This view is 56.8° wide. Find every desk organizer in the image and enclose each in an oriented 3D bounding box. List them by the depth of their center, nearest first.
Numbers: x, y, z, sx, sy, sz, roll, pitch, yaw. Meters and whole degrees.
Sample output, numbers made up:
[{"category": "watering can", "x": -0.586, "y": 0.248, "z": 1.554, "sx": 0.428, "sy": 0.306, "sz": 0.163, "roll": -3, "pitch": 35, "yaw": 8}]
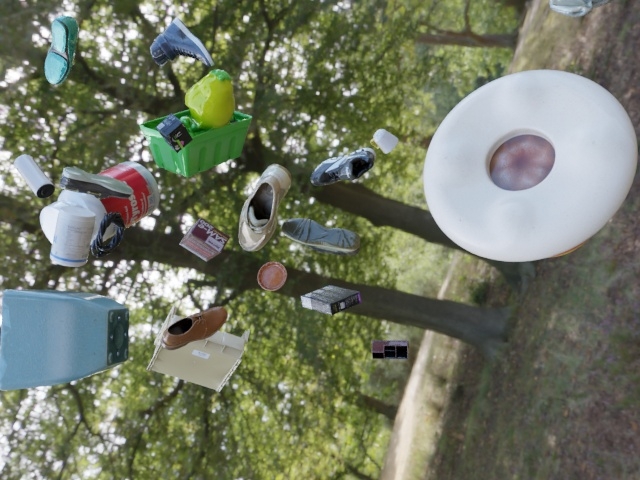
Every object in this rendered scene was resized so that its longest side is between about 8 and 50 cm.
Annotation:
[{"category": "desk organizer", "x": 0.247, "y": 0.388, "z": 2.099, "sx": 0.047, "sy": 0.130, "sz": 0.050, "roll": 80, "pitch": -168, "yaw": -45}]

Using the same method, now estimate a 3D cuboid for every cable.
[{"category": "cable", "x": -0.705, "y": -0.027, "z": 1.973, "sx": 0.184, "sy": 0.047, "sz": 0.150, "roll": -54, "pitch": -23, "yaw": -75}]

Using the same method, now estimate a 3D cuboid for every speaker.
[{"category": "speaker", "x": -0.800, "y": -0.178, "z": 1.653, "sx": 0.055, "sy": 0.136, "sz": 0.055, "roll": -37, "pitch": -24, "yaw": -19}]

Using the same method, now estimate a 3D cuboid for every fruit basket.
[{"category": "fruit basket", "x": -0.433, "y": -0.450, "z": 2.145, "sx": 0.392, "sy": 0.283, "sz": 0.392, "roll": -38, "pitch": -42, "yaw": -43}]

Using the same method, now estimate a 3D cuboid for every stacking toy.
[{"category": "stacking toy", "x": 0.441, "y": -0.070, "z": 1.161, "sx": 0.480, "sy": 0.351, "sz": 0.350, "roll": 32, "pitch": -109, "yaw": -53}]

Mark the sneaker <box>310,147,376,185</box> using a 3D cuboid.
[{"category": "sneaker", "x": 0.075, "y": -0.234, "z": 1.952, "sx": 0.106, "sy": 0.234, "sz": 0.078, "roll": -93, "pitch": -19, "yaw": -63}]

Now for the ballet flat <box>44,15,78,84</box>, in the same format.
[{"category": "ballet flat", "x": -0.808, "y": -0.602, "z": 1.870, "sx": 0.247, "sy": 0.083, "sz": 0.087, "roll": -55, "pitch": 3, "yaw": 43}]

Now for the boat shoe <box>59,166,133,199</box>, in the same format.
[{"category": "boat shoe", "x": -0.738, "y": -0.176, "z": 1.951, "sx": 0.068, "sy": 0.228, "sz": 0.081, "roll": -62, "pitch": 33, "yaw": 19}]

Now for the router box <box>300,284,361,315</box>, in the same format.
[{"category": "router box", "x": 0.036, "y": 0.206, "z": 2.069, "sx": 0.133, "sy": 0.179, "sz": 0.046, "roll": -18, "pitch": -75, "yaw": -32}]

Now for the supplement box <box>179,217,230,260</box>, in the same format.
[{"category": "supplement box", "x": -0.430, "y": 0.000, "z": 2.179, "sx": 0.073, "sy": 0.130, "sz": 0.239, "roll": -61, "pitch": 15, "yaw": -19}]

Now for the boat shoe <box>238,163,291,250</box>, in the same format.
[{"category": "boat shoe", "x": -0.171, "y": -0.072, "z": 1.629, "sx": 0.302, "sy": 0.109, "sz": 0.098, "roll": -60, "pitch": -3, "yaw": 39}]

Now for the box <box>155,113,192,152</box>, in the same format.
[{"category": "box", "x": -0.404, "y": -0.296, "z": 1.637, "sx": 0.062, "sy": 0.052, "sz": 0.083, "roll": -44, "pitch": -24, "yaw": -11}]

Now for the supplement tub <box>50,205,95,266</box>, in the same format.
[{"category": "supplement tub", "x": -0.492, "y": -0.008, "z": 1.176, "sx": 0.071, "sy": 0.071, "sz": 0.107, "roll": -34, "pitch": -39, "yaw": -76}]

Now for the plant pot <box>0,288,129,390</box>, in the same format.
[{"category": "plant pot", "x": -0.646, "y": 0.249, "z": 1.550, "sx": 0.248, "sy": 0.252, "sz": 0.247, "roll": 58, "pitch": -149, "yaw": -84}]

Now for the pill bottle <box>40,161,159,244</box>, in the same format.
[{"category": "pill bottle", "x": -0.812, "y": -0.125, "z": 2.194, "sx": 0.408, "sy": 0.229, "sz": 0.229, "roll": -44, "pitch": -31, "yaw": -51}]

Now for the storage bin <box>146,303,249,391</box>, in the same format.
[{"category": "storage bin", "x": -0.404, "y": 0.355, "z": 1.955, "sx": 0.260, "sy": 0.262, "sz": 0.123, "roll": -55, "pitch": 19, "yaw": 39}]

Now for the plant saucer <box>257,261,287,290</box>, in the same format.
[{"category": "plant saucer", "x": -0.133, "y": 0.100, "z": 1.637, "sx": 0.013, "sy": 0.084, "sz": 0.083, "roll": 57, "pitch": -132, "yaw": -67}]

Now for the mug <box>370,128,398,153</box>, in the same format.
[{"category": "mug", "x": 0.194, "y": -0.312, "z": 1.858, "sx": 0.078, "sy": 0.064, "sz": 0.062, "roll": -39, "pitch": 30, "yaw": 27}]

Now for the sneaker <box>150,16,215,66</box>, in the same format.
[{"category": "sneaker", "x": -0.482, "y": -0.640, "z": 2.037, "sx": 0.163, "sy": 0.226, "sz": 0.086, "roll": -43, "pitch": -16, "yaw": -4}]

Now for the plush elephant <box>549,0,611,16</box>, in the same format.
[{"category": "plush elephant", "x": 0.767, "y": -0.782, "z": 1.683, "sx": 0.272, "sy": 0.255, "sz": 0.330, "roll": -36, "pitch": -16, "yaw": -20}]

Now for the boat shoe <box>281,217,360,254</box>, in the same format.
[{"category": "boat shoe", "x": 0.001, "y": -0.001, "z": 1.611, "sx": 0.073, "sy": 0.224, "sz": 0.080, "roll": 79, "pitch": -152, "yaw": -54}]

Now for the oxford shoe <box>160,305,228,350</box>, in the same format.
[{"category": "oxford shoe", "x": -0.339, "y": 0.232, "z": 1.640, "sx": 0.212, "sy": 0.076, "sz": 0.076, "roll": -27, "pitch": -26, "yaw": -40}]
